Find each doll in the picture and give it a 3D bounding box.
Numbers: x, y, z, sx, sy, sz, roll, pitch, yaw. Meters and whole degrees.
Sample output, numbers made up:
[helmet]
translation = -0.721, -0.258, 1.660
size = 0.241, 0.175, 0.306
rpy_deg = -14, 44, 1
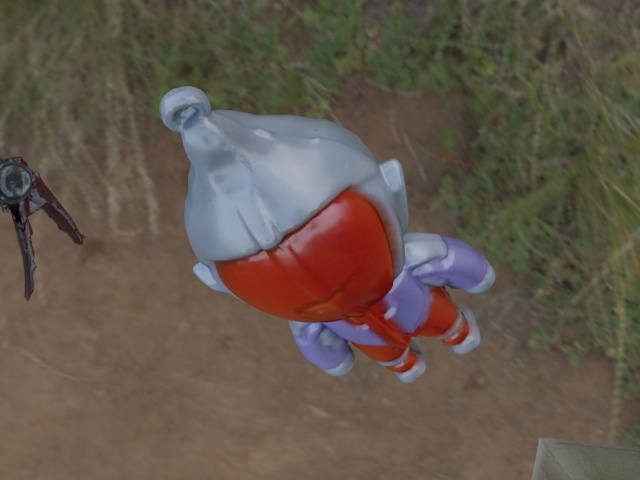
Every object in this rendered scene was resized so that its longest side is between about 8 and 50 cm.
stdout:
[doll]
translation = 0.000, 0.000, 0.700
size = 0.102, 0.227, 0.075
rpy_deg = -32, 47, 16

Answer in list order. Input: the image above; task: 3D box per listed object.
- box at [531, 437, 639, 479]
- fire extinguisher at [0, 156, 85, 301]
[box]
translation = 0.163, 0.137, 0.873
size = 0.083, 0.079, 0.035
rpy_deg = 8, 102, -8
[fire extinguisher]
translation = -0.340, 0.010, 1.244
size = 0.106, 0.337, 0.147
rpy_deg = 9, 115, 57
